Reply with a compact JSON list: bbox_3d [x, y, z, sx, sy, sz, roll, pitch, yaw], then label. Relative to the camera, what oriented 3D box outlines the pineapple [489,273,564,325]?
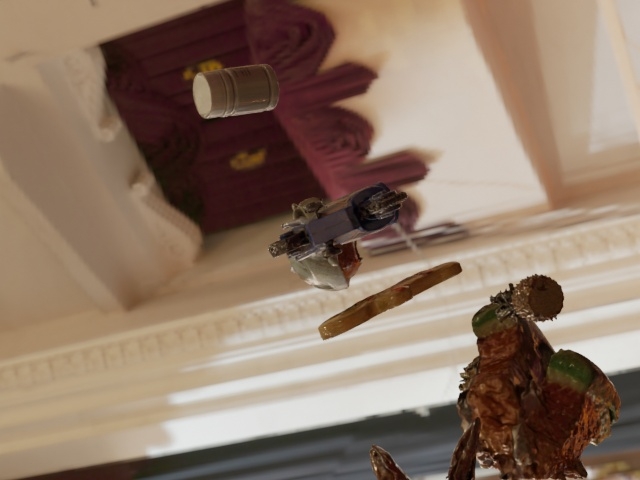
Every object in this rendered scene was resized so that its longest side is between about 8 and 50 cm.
[{"bbox_3d":[0.224,0.070,1.350,0.124,0.058,0.058,157,102,-67],"label":"pineapple"}]

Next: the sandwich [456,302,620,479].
[{"bbox_3d":[0.293,0.208,1.558,0.250,0.162,0.301,56,-152,-6],"label":"sandwich"}]

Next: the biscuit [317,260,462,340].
[{"bbox_3d":[0.095,0.085,1.728,0.234,0.153,0.030,-25,-93,-27],"label":"biscuit"}]

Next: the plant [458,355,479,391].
[{"bbox_3d":[0.270,0.229,2.054,0.116,0.122,0.104,17,-102,-40],"label":"plant"}]

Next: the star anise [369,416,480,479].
[{"bbox_3d":[0.139,0.332,1.292,0.088,0.288,0.288,65,-160,-63],"label":"star anise"}]

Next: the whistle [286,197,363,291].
[{"bbox_3d":[0.001,-0.001,2.041,0.346,0.134,0.142,76,-175,-75],"label":"whistle"}]

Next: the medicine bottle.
[{"bbox_3d":[-0.103,-0.182,1.457,0.091,0.058,0.058,-11,-93,-27],"label":"medicine bottle"}]

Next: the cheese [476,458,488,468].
[{"bbox_3d":[0.384,0.380,2.252,0.043,0.194,0.065,-116,13,-61],"label":"cheese"}]

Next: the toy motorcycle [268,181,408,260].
[{"bbox_3d":[0.029,-0.025,1.579,0.076,0.205,0.114,67,-160,-1],"label":"toy motorcycle"}]
